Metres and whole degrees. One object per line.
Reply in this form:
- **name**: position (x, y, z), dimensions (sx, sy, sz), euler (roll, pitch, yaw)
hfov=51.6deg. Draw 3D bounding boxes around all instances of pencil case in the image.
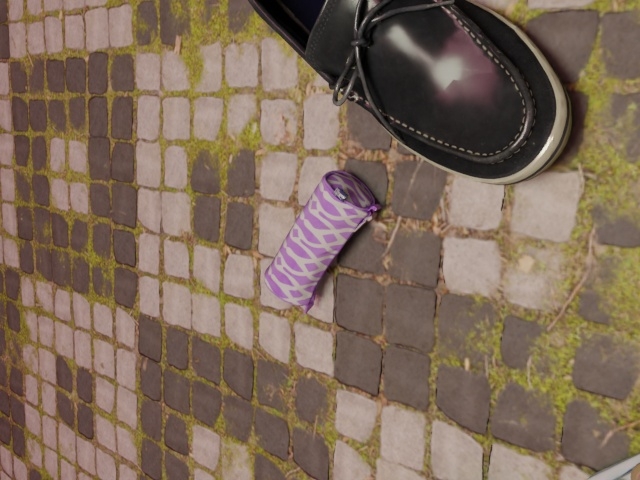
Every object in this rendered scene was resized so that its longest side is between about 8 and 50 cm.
- **pencil case**: position (0.000, 0.000, 0.909), dimensions (0.088, 0.086, 0.206), euler (37, 123, 5)

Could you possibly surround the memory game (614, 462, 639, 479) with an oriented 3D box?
- **memory game**: position (0.347, 0.300, 0.622), dimensions (0.186, 0.012, 0.186), euler (1, 91, 43)

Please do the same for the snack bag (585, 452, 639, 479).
- **snack bag**: position (0.447, 0.291, 0.564), dimensions (0.342, 0.037, 0.323), euler (-46, 62, 32)

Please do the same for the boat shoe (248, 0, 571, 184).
- **boat shoe**: position (0.065, -0.238, 0.769), dimensions (0.500, 0.156, 0.187), euler (48, 122, 24)
